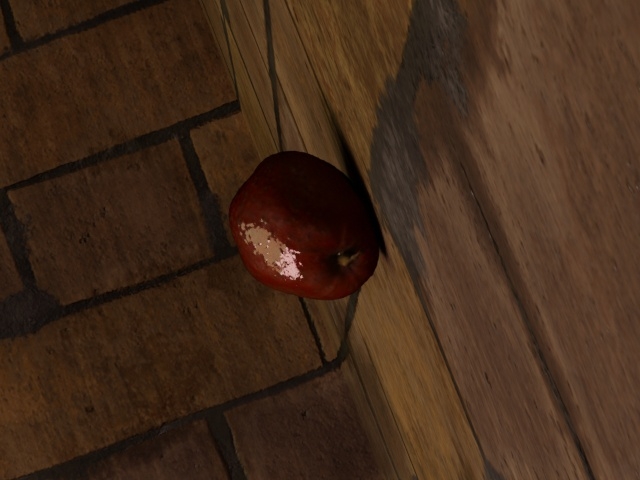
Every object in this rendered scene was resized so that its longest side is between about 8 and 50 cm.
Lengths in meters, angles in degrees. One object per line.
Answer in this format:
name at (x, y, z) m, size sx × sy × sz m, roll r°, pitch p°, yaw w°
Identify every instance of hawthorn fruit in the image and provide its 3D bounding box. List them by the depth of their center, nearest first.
hawthorn fruit at (0.000, 0.000, 1.426) m, size 0.203 × 0.162 × 0.163 m, roll 41°, pitch 157°, yaw 42°
